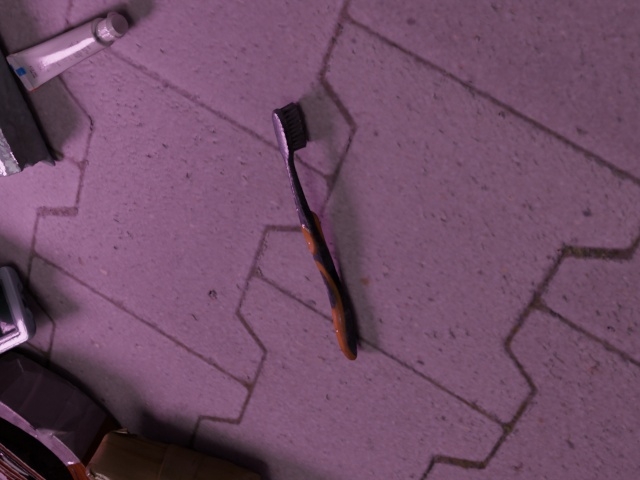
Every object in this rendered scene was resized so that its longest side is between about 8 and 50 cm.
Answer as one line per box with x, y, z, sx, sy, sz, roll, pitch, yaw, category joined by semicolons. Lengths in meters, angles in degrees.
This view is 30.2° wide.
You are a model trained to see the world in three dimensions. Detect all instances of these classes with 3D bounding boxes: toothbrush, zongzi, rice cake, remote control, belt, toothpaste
-0.002;0.001;1.252;0.023;0.031;0.321;31;142;51;toothbrush
-0.185;0.374;1.609;0.228;0.115;0.256;14;137;16;zongzi
-0.379;-0.161;1.349;0.069;0.063;0.206;2;124;34;rice cake
-0.485;0.123;1.641;0.293;0.051;0.103;-24;84;42;remote control
-0.394;0.265;1.658;0.261;0.105;0.184;41;135;1;belt
-0.272;-0.204;1.272;0.190;0.031;0.048;-14;117;43;toothpaste
